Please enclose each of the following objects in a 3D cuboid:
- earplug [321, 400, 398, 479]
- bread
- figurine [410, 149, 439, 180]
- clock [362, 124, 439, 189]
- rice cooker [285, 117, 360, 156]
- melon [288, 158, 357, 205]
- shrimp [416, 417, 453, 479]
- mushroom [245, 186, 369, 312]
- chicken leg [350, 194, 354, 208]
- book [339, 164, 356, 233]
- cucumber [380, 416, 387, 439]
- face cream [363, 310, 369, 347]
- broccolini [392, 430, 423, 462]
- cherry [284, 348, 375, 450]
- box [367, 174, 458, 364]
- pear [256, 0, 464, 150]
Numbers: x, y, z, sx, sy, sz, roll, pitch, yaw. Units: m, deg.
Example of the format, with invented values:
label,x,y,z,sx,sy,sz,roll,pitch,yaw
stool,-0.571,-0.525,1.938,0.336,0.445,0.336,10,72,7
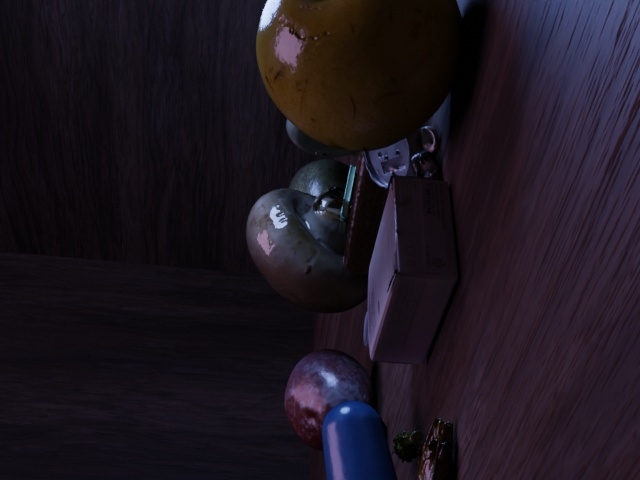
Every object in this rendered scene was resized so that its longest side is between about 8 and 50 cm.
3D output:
label,x,y,z,sx,sy,sz,roll,pitch,yaw
earplug,0.068,0.398,1.318,0.132,0.132,0.273,101,160,-59
bread,0.131,-0.137,1.703,0.165,0.113,0.417,-82,0,-64
figurine,0.186,-0.107,1.378,0.060,0.047,0.106,43,-148,-47
clock,0.139,-0.170,1.495,0.229,0.063,0.156,-2,99,62
rice cooker,0.039,-0.395,2.160,0.288,0.288,0.277,102,166,-63
melon,0.017,-0.086,2.375,0.248,0.248,0.329,103,168,-63
shrimp,0.156,0.353,1.136,0.115,0.051,0.217,-93,7,-80
mushroom,0.000,0.000,1.955,0.295,0.362,0.362,-52,17,21
chicken leg,0.114,-0.076,2.115,0.228,0.088,0.103,106,-173,-66
book,0.059,-0.087,1.776,0.135,0.017,0.103,95,-174,-59
cucumber,0.115,0.467,1.638,0.070,0.046,0.220,96,178,-50
face cream,0.128,0.163,1.440,0.091,0.095,0.091,-175,90,-85
broccolini,0.138,0.310,1.236,0.051,0.054,0.239,55,172,18
cherry,0.023,0.379,1.901,0.285,0.212,0.236,0,110,63
box,0.143,0.052,1.311,0.252,0.106,0.203,101,172,-49
pear,0.061,-0.315,1.296,0.348,0.348,0.348,-175,90,-86
